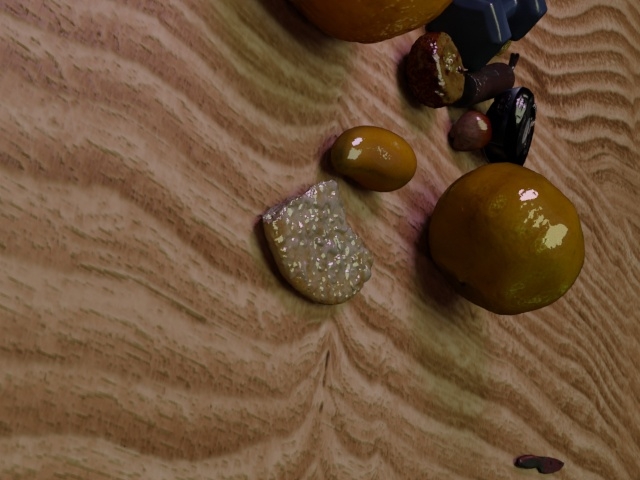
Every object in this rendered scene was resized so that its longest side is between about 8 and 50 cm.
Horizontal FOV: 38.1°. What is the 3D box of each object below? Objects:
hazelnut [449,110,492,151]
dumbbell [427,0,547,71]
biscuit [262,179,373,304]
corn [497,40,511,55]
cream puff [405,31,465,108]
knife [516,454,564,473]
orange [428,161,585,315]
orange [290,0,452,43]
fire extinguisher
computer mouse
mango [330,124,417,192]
[{"bbox_3d":[0.291,-0.211,1.799,0.086,0.086,0.087,17,68,-51],"label":"hazelnut"},{"bbox_3d":[0.342,-0.453,1.865,0.144,0.160,0.325,47,40,3],"label":"dumbbell"},{"bbox_3d":[0.000,0.000,1.373,0.265,0.040,0.188,28,60,-50],"label":"biscuit"},{"bbox_3d":[0.399,-0.435,2.034,0.037,0.037,0.092,63,35,-22],"label":"corn"},{"bbox_3d":[0.206,-0.308,1.695,0.149,0.084,0.149,19,68,-55],"label":"cream puff"},{"bbox_3d":[0.460,0.464,1.917,0.247,0.018,0.036,21,62,-51],"label":"knife"},{"bbox_3d":[0.322,0.002,1.629,0.235,0.279,0.279,-39,118,-17],"label":"orange"},{"bbox_3d":[0.084,-0.472,1.383,0.340,0.293,0.341,15,71,-53],"label":"orange"},{"bbox_3d":[0.342,-0.331,1.888,0.267,0.072,0.089,-25,134,-54],"label":"fire extinguisher"},{"bbox_3d":[0.379,-0.226,1.886,0.137,0.096,0.233,-64,161,-13],"label":"computer mouse"},{"bbox_3d":[0.081,-0.132,1.482,0.184,0.084,0.102,7,80,-43],"label":"mango"}]
